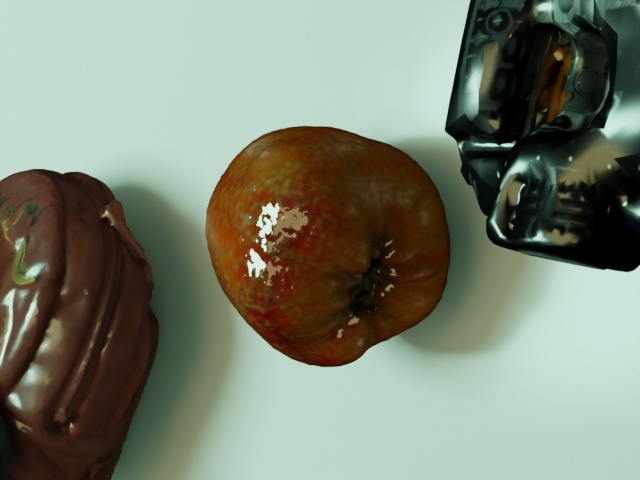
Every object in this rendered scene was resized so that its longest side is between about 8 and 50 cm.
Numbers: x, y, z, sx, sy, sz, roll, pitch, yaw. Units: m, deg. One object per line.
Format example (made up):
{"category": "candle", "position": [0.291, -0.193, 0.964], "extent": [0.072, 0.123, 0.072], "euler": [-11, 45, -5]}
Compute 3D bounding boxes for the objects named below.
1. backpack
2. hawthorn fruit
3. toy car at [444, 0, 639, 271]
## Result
{"category": "backpack", "position": [-0.184, 0.059, 1.110], "extent": [0.229, 0.139, 0.229], "euler": [-23, 62, 54]}
{"category": "hawthorn fruit", "position": [0.000, 0.000, 0.952], "extent": [0.138, 0.133, 0.132], "euler": [44, 119, 51]}
{"category": "toy car", "position": [0.192, -0.070, 0.782], "extent": [0.301, 0.118, 0.193], "euler": [10, 88, 42]}
